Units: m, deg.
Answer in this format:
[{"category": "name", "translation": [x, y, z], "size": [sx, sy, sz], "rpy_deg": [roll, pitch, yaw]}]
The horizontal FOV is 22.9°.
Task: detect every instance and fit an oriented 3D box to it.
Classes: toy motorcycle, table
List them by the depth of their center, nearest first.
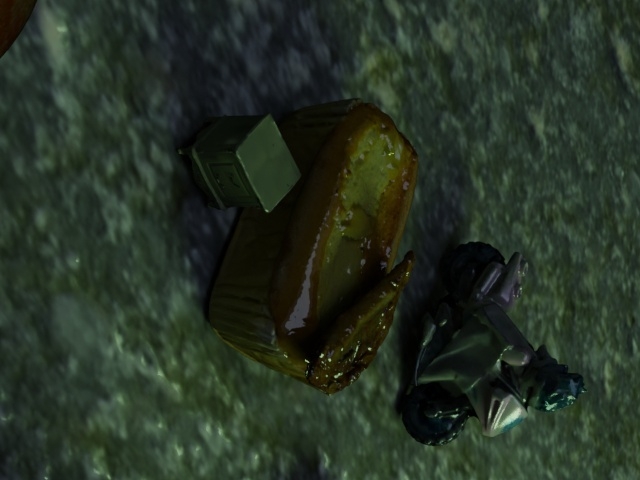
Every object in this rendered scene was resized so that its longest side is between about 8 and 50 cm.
[{"category": "table", "translation": [-0.080, -0.074, 1.518], "size": [0.062, 0.083, 0.079], "rpy_deg": [-50, 127, -35]}, {"category": "toy motorcycle", "translation": [0.212, 0.127, 1.790], "size": [0.108, 0.204, 0.239], "rpy_deg": [11, 89, -66]}]

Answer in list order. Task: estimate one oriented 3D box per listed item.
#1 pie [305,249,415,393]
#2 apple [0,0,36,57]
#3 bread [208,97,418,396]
[{"category": "pie", "translation": [0.035, 0.093, 1.534], "size": [0.191, 0.033, 0.088], "rpy_deg": [-45, 142, -38]}, {"category": "apple", "translation": [-0.307, -0.229, 1.113], "size": [0.257, 0.257, 0.234], "rpy_deg": [-60, 138, -27]}, {"category": "bread", "translation": [0.000, 0.000, 1.595], "size": [0.152, 0.119, 0.288], "rpy_deg": [41, 63, -47]}]
